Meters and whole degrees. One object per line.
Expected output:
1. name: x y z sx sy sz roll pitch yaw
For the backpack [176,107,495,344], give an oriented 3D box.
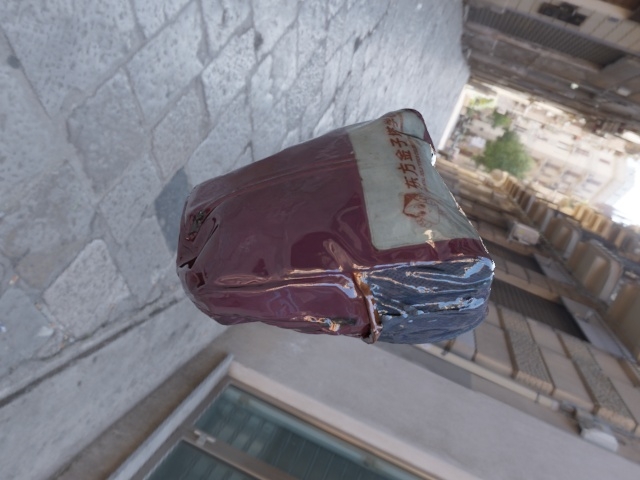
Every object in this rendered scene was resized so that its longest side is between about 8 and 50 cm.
1. backpack: 0.000 0.000 0.590 0.283 0.317 0.197 -101 179 -49
